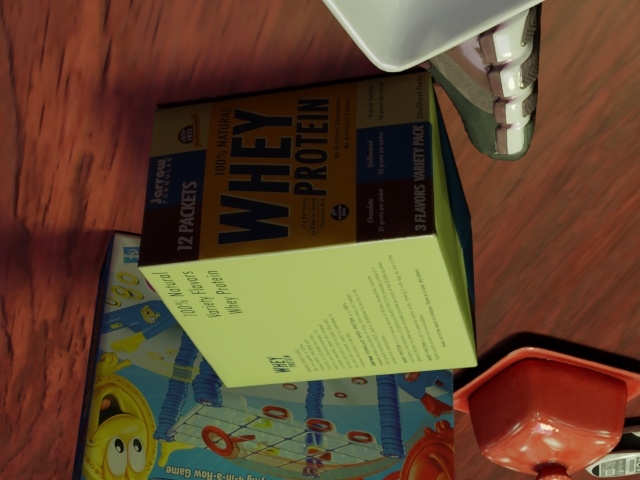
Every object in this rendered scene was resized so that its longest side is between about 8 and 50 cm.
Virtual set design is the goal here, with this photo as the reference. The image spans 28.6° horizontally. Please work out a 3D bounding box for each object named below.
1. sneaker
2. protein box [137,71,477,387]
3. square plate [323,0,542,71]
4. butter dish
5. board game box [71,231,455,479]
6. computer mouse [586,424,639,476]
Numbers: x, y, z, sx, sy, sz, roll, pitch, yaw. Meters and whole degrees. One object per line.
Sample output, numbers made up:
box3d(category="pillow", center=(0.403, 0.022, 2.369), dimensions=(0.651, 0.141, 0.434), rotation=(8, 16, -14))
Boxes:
box3d(category="sneaker", center=(0.042, -0.159, 0.716), dimensions=(0.163, 0.106, 0.281), rotation=(0, 138, 13))
box3d(category="protein box", center=(0.000, 0.000, 0.923), dimensions=(0.201, 0.136, 0.200), rotation=(-7, 148, 13))
box3d(category="square plate", center=(0.067, -0.266, 0.491), dimensions=(0.344, 0.049, 0.347), rotation=(-23, 121, 33))
box3d(category="butter dish", center=(0.224, 0.188, 1.230), dimensions=(0.160, 0.118, 0.160), rotation=(15, 147, -21))
box3d(category="board game box", center=(-0.044, 0.165, 1.036), dimensions=(0.308, 0.302, 0.086), rotation=(10, 147, -13))
box3d(category="computer mouse", center=(0.375, 0.214, 1.340), dimensions=(0.193, 0.042, 0.106), rotation=(-9, 152, 6))
